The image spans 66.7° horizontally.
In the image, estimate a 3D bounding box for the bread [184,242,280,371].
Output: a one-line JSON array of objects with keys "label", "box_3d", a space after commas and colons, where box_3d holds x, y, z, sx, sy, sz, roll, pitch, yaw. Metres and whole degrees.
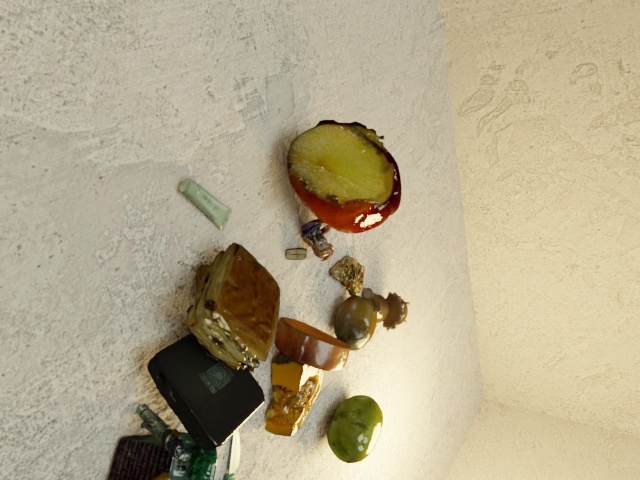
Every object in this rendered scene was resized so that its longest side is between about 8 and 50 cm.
[{"label": "bread", "box_3d": [-0.257, 0.196, 1.409, 0.277, 0.167, 0.324, 51, 32, -33]}]

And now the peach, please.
[{"label": "peach", "box_3d": [0.070, -0.215, 1.691, 0.416, 0.353, 0.339, 44, 58, -29]}]

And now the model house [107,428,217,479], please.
[{"label": "model house", "box_3d": [-0.436, 0.635, 1.247, 0.249, 0.230, 0.280, 17, 76, -28]}]

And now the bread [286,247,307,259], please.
[{"label": "bread", "box_3d": [-0.073, 0.049, 1.778, 0.109, 0.062, 0.043, -3, 95, -57]}]

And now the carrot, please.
[{"label": "carrot", "box_3d": [-0.024, 0.366, 1.726, 0.307, 0.258, 0.100, 25, 92, -49]}]

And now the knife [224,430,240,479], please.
[{"label": "knife", "box_3d": [-0.285, 0.742, 1.590, 0.063, 0.035, 0.260, 27, 69, -56]}]

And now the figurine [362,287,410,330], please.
[{"label": "figurine", "box_3d": [0.307, 0.318, 2.230, 0.247, 0.173, 0.177, 41, 62, -48]}]

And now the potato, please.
[{"label": "potato", "box_3d": [0.149, 0.779, 2.034, 0.304, 0.216, 0.215, -38, 123, -44]}]

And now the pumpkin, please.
[{"label": "pumpkin", "box_3d": [-0.108, 0.519, 1.714, 0.280, 0.139, 0.190, -56, 138, -38]}]

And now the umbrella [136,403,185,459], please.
[{"label": "umbrella", "box_3d": [-0.415, 0.485, 1.250, 0.050, 0.188, 0.046, 24, 96, -56]}]

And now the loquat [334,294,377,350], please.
[{"label": "loquat", "box_3d": [0.146, 0.341, 2.014, 0.179, 0.179, 0.227, 28, 74, -51]}]

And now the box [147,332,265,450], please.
[{"label": "box", "box_3d": [-0.305, 0.391, 1.344, 0.290, 0.073, 0.289, 53, 24, 5]}]

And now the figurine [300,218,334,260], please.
[{"label": "figurine", "box_3d": [-0.006, -0.002, 1.813, 0.126, 0.114, 0.157, -20, 95, -35]}]

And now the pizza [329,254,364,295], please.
[{"label": "pizza", "box_3d": [0.129, 0.138, 2.057, 0.226, 0.069, 0.147, 49, 58, -45]}]

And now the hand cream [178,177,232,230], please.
[{"label": "hand cream", "box_3d": [-0.329, -0.108, 1.422, 0.205, 0.050, 0.078, 48, 54, -51]}]
